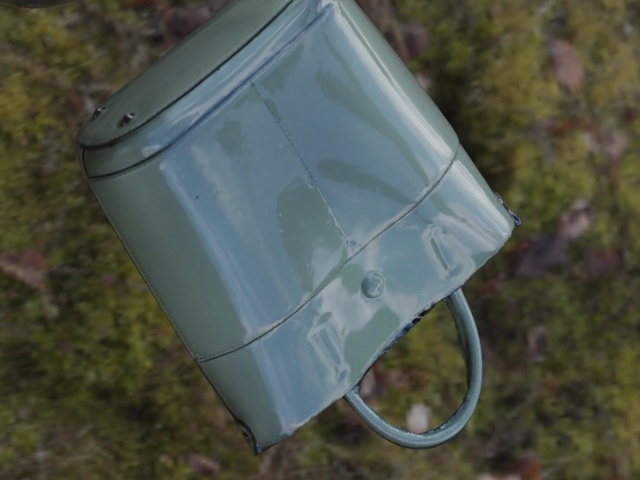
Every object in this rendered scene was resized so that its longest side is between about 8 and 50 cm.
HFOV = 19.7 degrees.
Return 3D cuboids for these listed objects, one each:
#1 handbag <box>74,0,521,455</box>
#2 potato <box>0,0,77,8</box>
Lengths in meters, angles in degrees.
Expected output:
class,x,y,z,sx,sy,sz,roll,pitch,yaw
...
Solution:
class,x,y,z,sx,sy,sz,roll,pitch,yaw
handbag,0.000,0.000,1.184,0.241,0.109,0.315,-41,116,-15
potato,-0.200,-0.284,1.583,0.262,0.165,0.165,-8,86,-30
